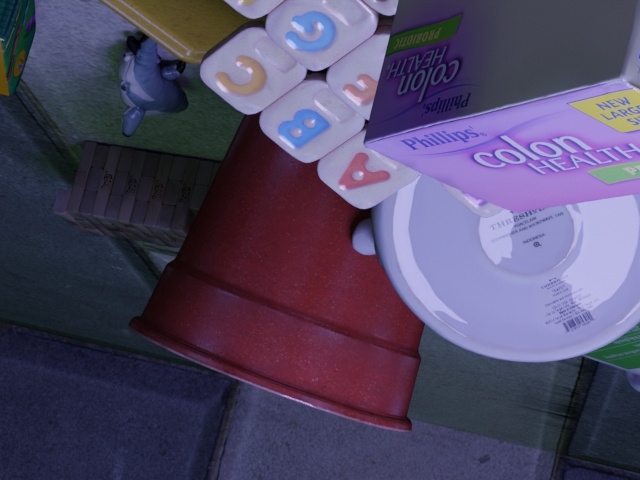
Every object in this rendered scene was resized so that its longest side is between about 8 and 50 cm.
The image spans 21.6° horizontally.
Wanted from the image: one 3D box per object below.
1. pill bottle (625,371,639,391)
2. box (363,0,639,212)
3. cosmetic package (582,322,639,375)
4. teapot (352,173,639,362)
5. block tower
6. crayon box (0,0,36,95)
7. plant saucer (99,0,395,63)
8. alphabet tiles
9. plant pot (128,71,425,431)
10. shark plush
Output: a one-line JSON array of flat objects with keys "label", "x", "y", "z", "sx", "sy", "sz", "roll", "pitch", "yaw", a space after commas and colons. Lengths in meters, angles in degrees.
[{"label": "pill bottle", "x": 0.478, "y": 0.152, "z": 1.988, "sx": 0.208, "sy": 0.119, "sz": 0.119, "roll": 19, "pitch": 165, "yaw": -17}, {"label": "box", "x": 0.152, "y": -0.154, "z": 0.874, "sx": 0.117, "sy": 0.243, "sz": 0.213, "roll": 23, "pitch": 163, "yaw": -28}, {"label": "cosmetic package", "x": 0.430, "y": 0.072, "z": 1.658, "sx": 0.366, "sy": 0.155, "sz": 0.197, "roll": 20, "pitch": 162, "yaw": -15}, {"label": "teapot", "x": 0.166, "y": -0.044, "z": 1.283, "sx": 0.256, "sy": 0.252, "sz": 0.187, "roll": 17, "pitch": -155, "yaw": 3}, {"label": "block tower", "x": -0.134, "y": -0.039, "z": 1.936, "sx": 0.335, "sy": 0.097, "sz": 0.091, "roll": 8, "pitch": 165, "yaw": 18}, {"label": "crayon box", "x": -0.400, "y": -0.224, "z": 1.500, "sx": 0.278, "sy": 0.081, "sz": 0.165, "roll": 16, "pitch": 166, "yaw": -5}, {"label": "plant saucer", "x": -0.065, "y": -0.210, "z": 1.220, "sx": 0.333, "sy": 0.081, "sz": 0.333, "roll": 5, "pitch": 162, "yaw": 35}, {"label": "alphabet tiles", "x": 0.064, "y": -0.128, "z": 1.095, "sx": 0.284, "sy": 0.021, "sz": 0.278, "roll": 39, "pitch": 130, "yaw": -25}, {"label": "plant pot", "x": 0.000, "y": 0.000, "z": 1.506, "sx": 0.272, "sy": 0.265, "sz": 0.272, "roll": 20, "pitch": 180, "yaw": 0}, {"label": "shark plush", "x": -0.160, "y": -0.167, "z": 1.602, "sx": 0.067, "sy": 0.073, "sz": 0.161, "roll": -3, "pitch": 146, "yaw": -6}]
